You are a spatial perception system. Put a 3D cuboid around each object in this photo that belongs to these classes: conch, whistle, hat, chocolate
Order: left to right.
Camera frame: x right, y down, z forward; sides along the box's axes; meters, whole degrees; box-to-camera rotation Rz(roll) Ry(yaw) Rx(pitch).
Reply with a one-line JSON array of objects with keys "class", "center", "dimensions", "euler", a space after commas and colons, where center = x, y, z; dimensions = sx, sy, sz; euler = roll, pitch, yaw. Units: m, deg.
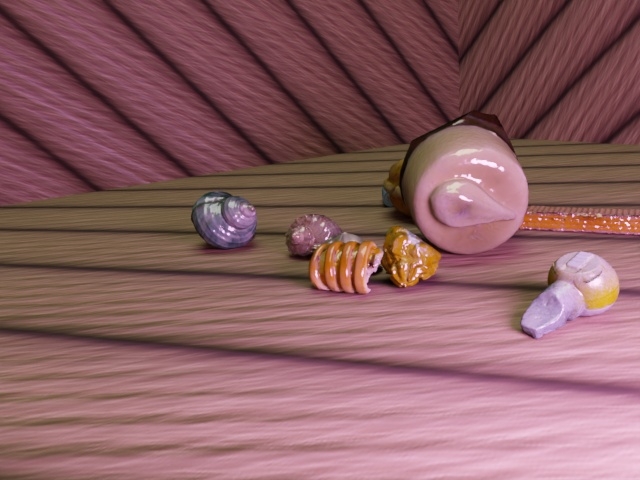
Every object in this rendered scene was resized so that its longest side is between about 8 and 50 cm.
[{"class": "conch", "center": [-0.273, -0.060, 1.621], "dimensions": [0.220, 0.195, 0.277], "euler": [18, -24, -29]}, {"class": "conch", "center": [0.000, 0.000, 1.478], "dimensions": [0.207, 0.130, 0.155], "euler": [10, 34, -51]}, {"class": "hat", "center": [0.070, 0.037, 1.331], "dimensions": [0.122, 0.081, 0.166], "euler": [-15, 29, -24]}, {"class": "chocolate", "center": [0.380, -0.121, 1.372], "dimensions": [0.326, 0.314, 0.297], "euler": [-25, 21, 4]}, {"class": "whistle", "center": [0.439, 0.105, 0.965], "dimensions": [0.223, 0.123, 0.123], "euler": [-35, 27, -21]}]

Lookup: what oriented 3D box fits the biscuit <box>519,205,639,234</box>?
[{"class": "biscuit", "center": [0.717, -0.057, 1.489], "dimensions": [0.378, 0.054, 0.094], "euler": [4, 17, 29]}]

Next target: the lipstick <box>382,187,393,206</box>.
[{"class": "lipstick", "center": [0.266, -0.186, 2.064], "dimensions": [0.068, 0.061, 0.274], "euler": [-4, 16, 9]}]

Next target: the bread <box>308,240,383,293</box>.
[{"class": "bread", "center": [0.053, 0.056, 1.193], "dimensions": [0.177, 0.084, 0.119], "euler": [-1, 57, 26]}]

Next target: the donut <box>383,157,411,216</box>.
[{"class": "donut", "center": [0.427, -0.190, 1.784], "dimensions": [0.448, 0.198, 0.449], "euler": [-5, 16, 2]}]

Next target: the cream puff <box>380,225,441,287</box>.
[{"class": "cream puff", "center": [0.190, 0.042, 1.208], "dimensions": [0.146, 0.116, 0.146], "euler": [32, 3, -2]}]
